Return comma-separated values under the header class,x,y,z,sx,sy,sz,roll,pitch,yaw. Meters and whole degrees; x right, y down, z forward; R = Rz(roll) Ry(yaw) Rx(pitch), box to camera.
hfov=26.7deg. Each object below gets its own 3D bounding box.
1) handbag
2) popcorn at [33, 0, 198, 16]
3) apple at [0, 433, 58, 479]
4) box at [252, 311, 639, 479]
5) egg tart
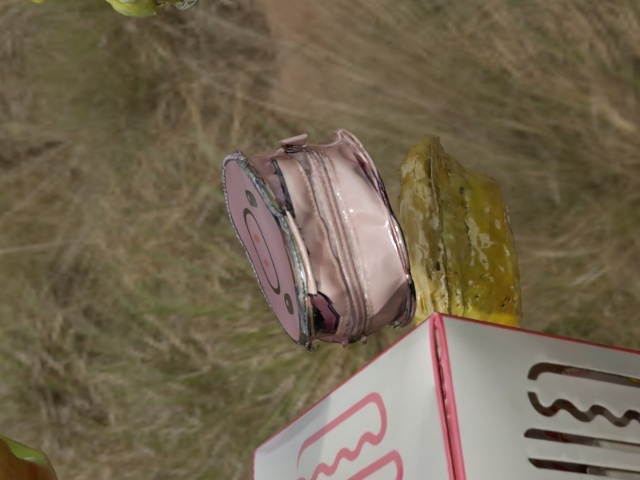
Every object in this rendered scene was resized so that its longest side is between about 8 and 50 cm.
class,x,y,z,sx,sy,sz,roll,pitch,yaw
handbag,-0.002,0.000,1.227,0.179,0.116,0.205,-174,65,-73
popcorn,-0.225,-0.387,1.303,0.290,0.325,0.321,0,69,43
apple,-0.321,0.239,0.859,0.339,0.339,0.340,10,104,45
box,0.148,0.268,1.087,0.312,0.314,0.300,-43,44,47
egg tart,0.178,0.023,1.676,0.129,0.341,0.341,-9,91,12
